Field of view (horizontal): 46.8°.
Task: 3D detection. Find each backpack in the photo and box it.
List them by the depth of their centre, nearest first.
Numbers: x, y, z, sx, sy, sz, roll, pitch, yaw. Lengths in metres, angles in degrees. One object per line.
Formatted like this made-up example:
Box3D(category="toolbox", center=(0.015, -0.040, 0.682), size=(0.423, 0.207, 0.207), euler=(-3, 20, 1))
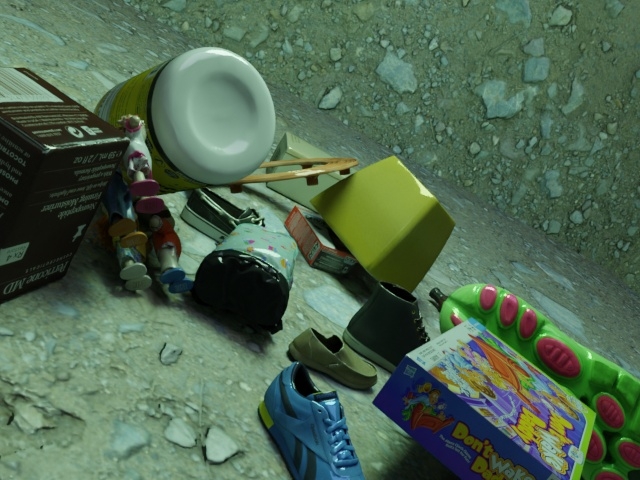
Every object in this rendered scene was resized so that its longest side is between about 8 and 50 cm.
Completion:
Box3D(category="backpack", center=(-0.098, 0.046, 1.088), size=(0.151, 0.115, 0.182), euler=(28, 14, -1))

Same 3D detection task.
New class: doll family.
Box3D(category="doll family", center=(-0.259, -0.045, 0.969), size=(0.118, 0.263, 0.163), euler=(-16, 49, -10))

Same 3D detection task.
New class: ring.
Box3D(category="ring", center=(-0.091, -0.129, 1.448), size=(0.336, 0.032, 0.336), euler=(-6, 10, 1))

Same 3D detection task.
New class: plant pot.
Box3D(category="plant pot", center=(0.142, -0.040, 1.479), size=(0.212, 0.187, 0.212), euler=(51, 8, 32))

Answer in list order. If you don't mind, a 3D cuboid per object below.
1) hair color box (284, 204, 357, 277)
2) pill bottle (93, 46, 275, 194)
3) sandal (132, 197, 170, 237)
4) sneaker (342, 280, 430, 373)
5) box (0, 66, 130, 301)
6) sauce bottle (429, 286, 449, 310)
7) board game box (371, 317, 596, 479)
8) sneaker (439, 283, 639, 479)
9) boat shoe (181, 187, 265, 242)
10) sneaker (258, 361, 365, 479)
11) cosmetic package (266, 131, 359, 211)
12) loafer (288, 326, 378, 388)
Box3D(category="hair color box", center=(0.000, 0.000, 1.482), size=(0.093, 0.053, 0.167), euler=(22, 21, -33))
Box3D(category="pill bottle", center=(-0.232, -0.165, 1.123), size=(0.187, 0.188, 0.333), euler=(18, -13, -36))
Box3D(category="sandal", center=(-0.273, -0.039, 1.134), size=(0.072, 0.049, 0.180), euler=(32, 17, 3))
Box3D(category="sneaker", center=(0.158, 0.162, 1.193), size=(0.222, 0.118, 0.083), euler=(28, 17, -10))
Box3D(category="box", center=(-0.352, -0.066, 0.814), size=(0.167, 0.203, 0.168), euler=(33, 18, 7))
Box3D(category="sauce bottle", center=(0.280, 0.147, 1.569), size=(0.042, 0.042, 0.128), euler=(12, 27, -47))
Box3D(category="board game box", center=(0.235, 0.224, 0.983), size=(0.233, 0.078, 0.347), euler=(38, 16, 18))
Box3D(category="sneaker", center=(0.405, 0.249, 1.253), size=(0.483, 0.185, 0.202), euler=(46, 1, 6))
Box3D(category="boat shoe", center=(-0.133, -0.020, 1.283), size=(0.219, 0.070, 0.078), euler=(29, 17, -8))
Box3D(category="sneaker", center=(0.003, 0.223, 0.831), size=(0.069, 0.082, 0.209), euler=(17, 24, -45))
Box3D(category="cosmetic package", center=(0.028, -0.128, 1.785), size=(0.309, 0.113, 0.160), euler=(26, 18, -15))
Box3D(category="loafer", center=(0.026, 0.169, 1.065), size=(0.148, 0.050, 0.056), euler=(24, 19, -23))
